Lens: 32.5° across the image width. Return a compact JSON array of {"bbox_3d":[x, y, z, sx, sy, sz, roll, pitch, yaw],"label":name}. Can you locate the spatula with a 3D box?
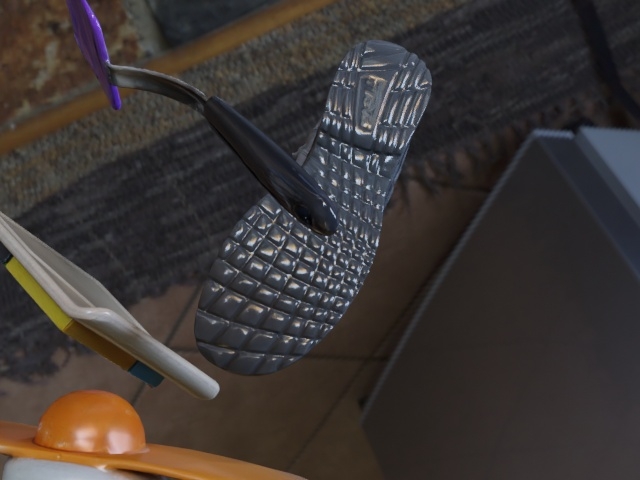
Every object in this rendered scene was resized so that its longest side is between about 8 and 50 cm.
[{"bbox_3d":[-0.087,-0.086,0.674,0.030,0.296,0.084,-36,143,-25],"label":"spatula"}]

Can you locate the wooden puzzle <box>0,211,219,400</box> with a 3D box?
[{"bbox_3d":[-0.224,0.058,1.020,0.044,0.238,0.221,-52,146,-7],"label":"wooden puzzle"}]

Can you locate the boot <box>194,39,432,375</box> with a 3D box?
[{"bbox_3d":[0.000,0.000,1.010,0.338,0.118,0.223,-57,174,-21],"label":"boot"}]

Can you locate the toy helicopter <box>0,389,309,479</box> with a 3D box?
[{"bbox_3d":[-0.157,0.128,0.388,0.355,0.140,0.235,34,85,-12],"label":"toy helicopter"}]
